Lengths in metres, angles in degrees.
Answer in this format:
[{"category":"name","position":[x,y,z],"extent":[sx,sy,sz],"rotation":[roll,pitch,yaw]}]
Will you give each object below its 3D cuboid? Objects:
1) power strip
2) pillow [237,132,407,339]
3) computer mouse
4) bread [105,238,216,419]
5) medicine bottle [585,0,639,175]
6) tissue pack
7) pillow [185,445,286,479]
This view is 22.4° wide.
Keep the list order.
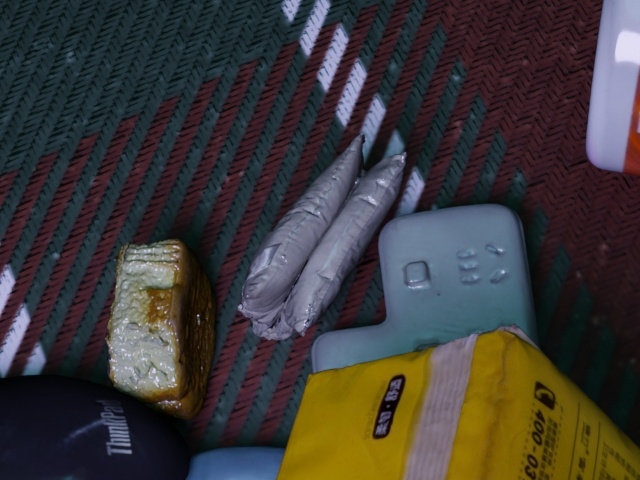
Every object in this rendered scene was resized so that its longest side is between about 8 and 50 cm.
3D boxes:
[{"category":"power strip","position":[0.091,0.105,1.365],"extent":[0.193,0.059,0.265],"rotation":[-8,69,4]},{"category":"pillow","position":[0.000,0.000,1.378],"extent":[0.077,0.134,0.181],"rotation":[33,75,3]},{"category":"computer mouse","position":[-0.244,0.180,1.301],"extent":[0.269,0.100,0.170],"rotation":[-2,37,25]},{"category":"bread","position":[-0.136,0.074,1.370],"extent":[0.069,0.128,0.140],"rotation":[2,66,13]},{"category":"medicine bottle","position":[0.354,-0.166,1.331],"extent":[0.240,0.252,0.253],"rotation":[10,70,12]},{"category":"tissue pack","position":[0.094,0.298,1.098],"extent":[0.228,0.293,0.382],"rotation":[-17,42,41]},{"category":"pillow","position":[-0.062,0.282,1.304],"extent":[0.214,0.086,0.233],"rotation":[7,72,7]}]
